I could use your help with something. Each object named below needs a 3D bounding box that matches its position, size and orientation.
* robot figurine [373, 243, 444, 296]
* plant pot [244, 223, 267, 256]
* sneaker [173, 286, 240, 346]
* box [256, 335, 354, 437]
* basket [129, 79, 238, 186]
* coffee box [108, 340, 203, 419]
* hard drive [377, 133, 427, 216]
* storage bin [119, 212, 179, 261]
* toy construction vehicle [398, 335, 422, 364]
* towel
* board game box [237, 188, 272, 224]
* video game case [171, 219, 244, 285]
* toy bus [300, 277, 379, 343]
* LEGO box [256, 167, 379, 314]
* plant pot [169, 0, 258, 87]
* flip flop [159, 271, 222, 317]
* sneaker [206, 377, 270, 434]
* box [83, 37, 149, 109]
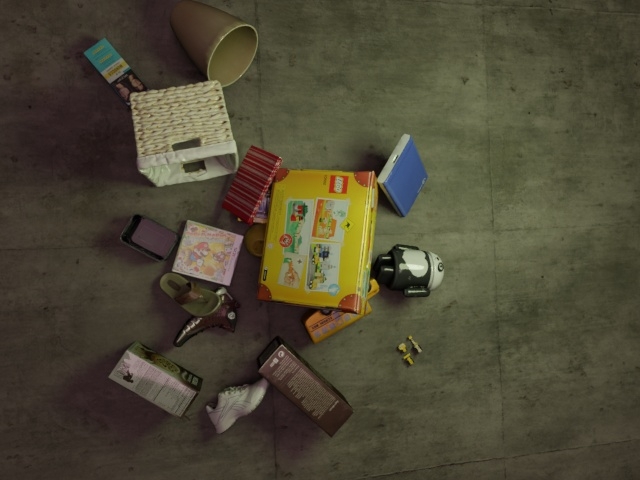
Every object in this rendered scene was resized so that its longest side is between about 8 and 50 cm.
[{"bbox_3d":[0.360,0.119,1.847,0.278,0.173,0.209,4,88,-10],"label":"robot figurine"},{"bbox_3d":[-0.231,0.014,1.758,0.134,0.095,0.134,-1,109,-4],"label":"plant pot"},{"bbox_3d":[-0.413,0.326,1.736,0.162,0.106,0.281,42,81,-10],"label":"sneaker"},{"bbox_3d":[-0.065,0.553,1.753,0.381,0.191,0.143,42,82,-6],"label":"box"},{"bbox_3d":[-0.478,-0.368,1.623,0.328,0.331,0.266,-12,89,-11],"label":"basket"},{"bbox_3d":[-0.591,0.504,1.666,0.297,0.168,0.119,34,83,-9],"label":"coffee box"},{"bbox_3d":[0.331,-0.245,1.798,0.040,0.318,0.210,26,83,30],"label":"hard drive"},{"bbox_3d":[-0.635,-0.010,1.709,0.180,0.084,0.122,30,84,-10],"label":"storage bin"},{"bbox_3d":[0.377,0.460,1.919,0.086,0.035,0.098,-39,93,2],"label":"toy construction vehicle"},{"bbox_3d":[-0.260,-0.210,1.713,0.031,0.199,0.275,23,95,-50],"label":"towel"},{"bbox_3d":[-0.236,-0.135,1.804,0.170,0.048,0.141,6,90,-10],"label":"board game box"},{"bbox_3d":[-0.433,0.049,1.766,0.227,0.026,0.206,16,81,-10],"label":"video game case"},{"bbox_3d":[0.086,0.271,1.826,0.332,0.108,0.130,-28,94,-10],"label":"toy bus"},{"bbox_3d":[0.000,0.000,1.681,0.372,0.193,0.500,5,81,15],"label":"LEGO box"},{"bbox_3d":[-0.420,-0.760,1.703,0.274,0.256,0.256,41,82,10],"label":"plant pot"},{"bbox_3d":[-0.488,0.192,1.683,0.277,0.080,0.112,28,68,20],"label":"flip flop"},{"bbox_3d":[-0.314,0.603,1.719,0.297,0.111,0.129,-40,87,9],"label":"sneaker"},{"bbox_3d":[-0.756,-0.621,1.709,0.100,0.060,0.244,-41,96,-9],"label":"box"}]
